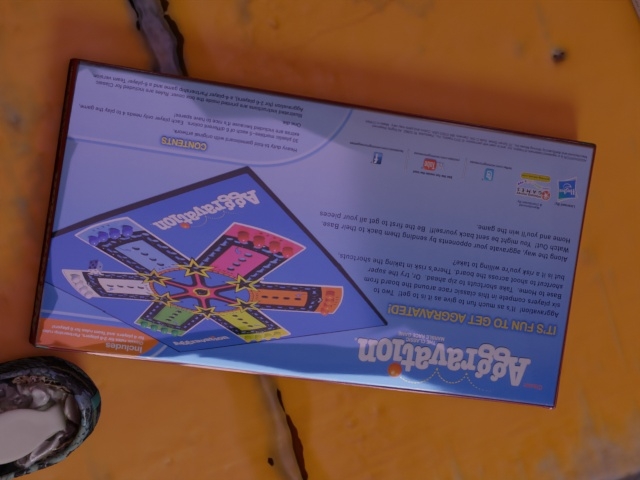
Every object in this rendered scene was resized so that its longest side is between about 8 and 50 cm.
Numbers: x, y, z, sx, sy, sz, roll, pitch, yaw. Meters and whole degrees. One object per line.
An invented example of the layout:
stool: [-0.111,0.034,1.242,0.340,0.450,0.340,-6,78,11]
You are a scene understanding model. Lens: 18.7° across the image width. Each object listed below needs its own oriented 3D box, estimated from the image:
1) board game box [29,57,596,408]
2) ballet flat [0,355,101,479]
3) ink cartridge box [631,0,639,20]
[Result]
board game box: [0.000,0.000,0.998,0.281,0.027,0.145,8,91,-17]
ballet flat: [-0.195,0.100,0.928,0.188,0.070,0.070,-21,100,-14]
ink cartridge box: [0.311,-0.133,1.060,0.261,0.066,0.296,-28,102,-12]
